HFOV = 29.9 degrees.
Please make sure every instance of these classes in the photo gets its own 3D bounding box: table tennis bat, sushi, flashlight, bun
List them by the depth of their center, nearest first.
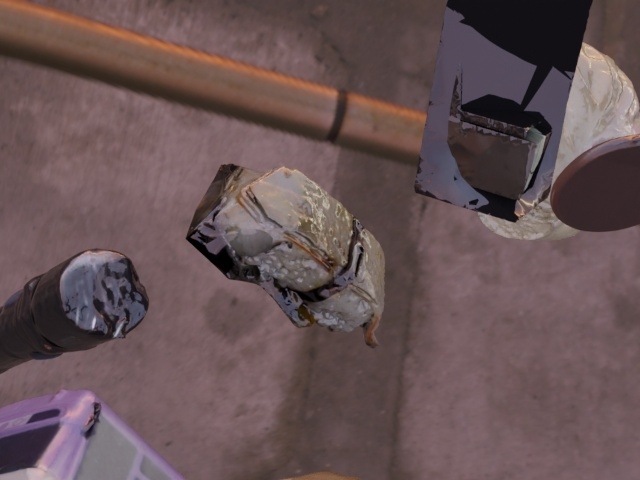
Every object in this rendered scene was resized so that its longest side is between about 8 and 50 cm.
[{"bbox_3d":[0.247,-0.019,0.863,0.107,0.170,0.119,8,51,-22],"label":"table tennis bat"},{"bbox_3d":[0.225,-0.090,1.144,0.178,0.128,0.193,38,79,-40],"label":"bun"},{"bbox_3d":[0.004,0.018,1.229,0.273,0.109,0.134,43,38,-24],"label":"sushi"},{"bbox_3d":[-0.327,0.099,1.336,0.103,0.424,0.103,11,70,-33],"label":"flashlight"}]

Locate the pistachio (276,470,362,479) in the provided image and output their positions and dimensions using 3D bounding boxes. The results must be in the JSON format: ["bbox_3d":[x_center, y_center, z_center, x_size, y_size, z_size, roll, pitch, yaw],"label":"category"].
[{"bbox_3d":[-0.019,0.208,0.752,0.149,0.113,0.113,-40,91,-28],"label":"pistachio"}]

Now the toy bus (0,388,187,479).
[{"bbox_3d":[-0.178,0.334,1.061,0.440,0.209,0.249,50,36,-30],"label":"toy bus"}]

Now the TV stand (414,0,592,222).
[{"bbox_3d":[0.084,-0.134,0.450,0.049,0.257,0.040,20,27,23],"label":"TV stand"}]
